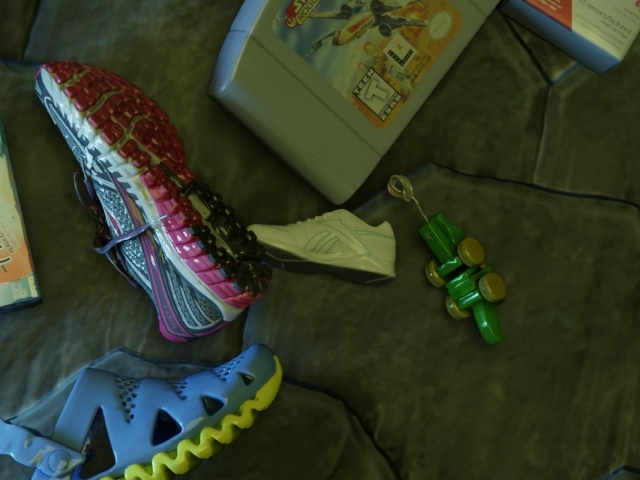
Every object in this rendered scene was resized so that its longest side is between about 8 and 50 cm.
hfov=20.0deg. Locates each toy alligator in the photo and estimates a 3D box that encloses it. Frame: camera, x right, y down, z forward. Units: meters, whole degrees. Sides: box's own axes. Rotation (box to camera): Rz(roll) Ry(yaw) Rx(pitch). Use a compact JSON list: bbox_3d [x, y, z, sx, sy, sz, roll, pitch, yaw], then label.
[{"bbox_3d":[0.131,0.012,1.743,0.051,0.056,0.190,-27,85,-52],"label":"toy alligator"}]

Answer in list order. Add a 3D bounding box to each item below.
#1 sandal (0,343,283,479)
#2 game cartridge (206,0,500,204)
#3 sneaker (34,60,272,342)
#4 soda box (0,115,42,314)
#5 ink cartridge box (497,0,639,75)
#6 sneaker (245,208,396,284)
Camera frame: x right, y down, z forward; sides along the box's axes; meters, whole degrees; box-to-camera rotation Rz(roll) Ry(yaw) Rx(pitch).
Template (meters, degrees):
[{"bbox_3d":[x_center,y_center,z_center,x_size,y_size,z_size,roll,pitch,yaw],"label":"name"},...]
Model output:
[{"bbox_3d":[-0.182,0.171,1.646,0.317,0.126,0.138,-29,84,-11],"label":"sandal"},{"bbox_3d":[0.035,-0.207,1.722,0.198,0.062,0.297,42,79,-27],"label":"game cartridge"},{"bbox_3d":[-0.177,-0.041,1.678,0.112,0.121,0.299,-41,78,27],"label":"sneaker"},{"bbox_3d":[-0.305,-0.024,1.679,0.058,0.063,0.183,-13,85,-9],"label":"soda box"},{"bbox_3d":[0.276,-0.273,1.784,0.127,0.072,0.175,31,80,-3],"label":"ink cartridge box"},{"bbox_3d":[0.000,0.000,1.728,0.152,0.054,0.061,11,72,-12],"label":"sneaker"}]
